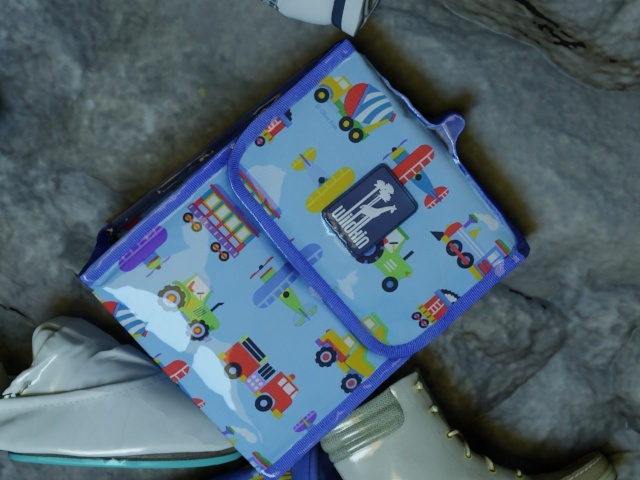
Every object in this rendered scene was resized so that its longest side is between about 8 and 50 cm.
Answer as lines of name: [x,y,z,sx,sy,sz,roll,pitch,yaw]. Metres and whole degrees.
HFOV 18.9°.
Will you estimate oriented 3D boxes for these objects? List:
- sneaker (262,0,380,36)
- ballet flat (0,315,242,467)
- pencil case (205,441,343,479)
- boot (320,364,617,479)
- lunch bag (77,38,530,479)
sneaker: [0.013,-0.264,1.374,0.095,0.090,0.235,20,114,13]
ballet flat: [-0.255,0.124,1.578,0.400,0.139,0.139,-3,113,13]
pencil case: [-0.100,0.270,1.599,0.306,0.119,0.133,-25,65,18]
boot: [0.116,0.172,1.536,0.213,0.077,0.165,-24,84,-12]
lunch bag: [0.000,0.000,1.483,0.293,0.138,0.221,-40,101,10]
